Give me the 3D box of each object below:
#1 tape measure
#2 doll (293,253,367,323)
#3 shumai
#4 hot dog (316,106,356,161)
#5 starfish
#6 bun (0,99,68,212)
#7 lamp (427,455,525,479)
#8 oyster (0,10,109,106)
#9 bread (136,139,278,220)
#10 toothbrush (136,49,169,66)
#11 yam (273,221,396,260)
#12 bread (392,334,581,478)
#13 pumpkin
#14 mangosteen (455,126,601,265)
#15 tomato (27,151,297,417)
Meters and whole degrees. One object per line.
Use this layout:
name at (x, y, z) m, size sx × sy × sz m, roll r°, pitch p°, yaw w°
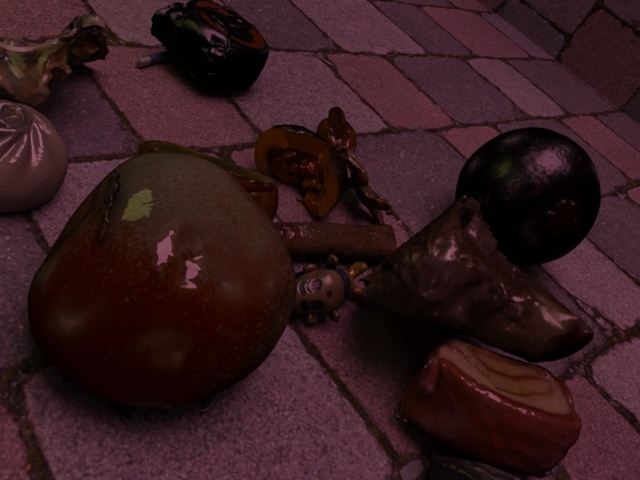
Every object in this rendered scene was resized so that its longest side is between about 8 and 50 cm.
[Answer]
tape measure at (-0.211, -0.402, 1.389) m, size 0.202 × 0.135 × 0.223 m, roll 43°, pitch 32°, yaw 11°
doll at (0.010, 0.073, 1.018) m, size 0.179 × 0.102 × 0.088 m, roll -13°, pitch 10°, yaw -39°
shumai at (0.227, 0.098, 1.009) m, size 0.283 × 0.217 × 0.346 m, roll 49°, pitch 9°, yaw 3°
hot dog at (0.037, -0.222, 1.410) m, size 0.089 × 0.060 × 0.140 m, roll 26°, pitch 32°, yaw -13°
starfish at (0.084, -0.100, 1.247) m, size 0.150 × 0.053 × 0.210 m, roll 58°, pitch -5°, yaw -34°
bun at (-0.428, -0.127, 0.921) m, size 0.172 × 0.120 × 0.173 m, roll 20°, pitch 38°, yaw -16°
lamp at (0.243, 0.345, 0.835) m, size 0.250 × 0.101 × 0.101 m, roll 28°, pitch 34°, yaw 18°
oyster at (-0.449, -0.290, 1.069) m, size 0.237 × 0.115 × 0.351 m, roll -12°, pitch 29°, yaw -17°
bread at (-0.166, -0.087, 1.016) m, size 0.236 × 0.070 × 0.236 m, roll 19°, pitch 8°, yaw -3°
toothbrush at (-0.296, -0.400, 1.430) m, size 0.025 × 0.019 × 0.276 m, roll 40°, pitch 36°, yaw 1°
yam at (0.000, 0.000, 1.110) m, size 0.299 × 0.066 × 0.066 m, roll 2°, pitch 44°, yaw -34°
bread at (0.229, 0.224, 0.929) m, size 0.244 × 0.123 × 0.190 m, roll 16°, pitch 22°, yaw -15°
pumpkin at (-0.020, -0.133, 1.213) m, size 0.183 × 0.119 × 0.107 m, roll 44°, pitch 39°, yaw 10°
mangosteen at (0.395, -0.089, 1.328) m, size 0.287 × 0.288 × 0.288 m, roll 19°, pitch 37°, yaw -15°
tomato at (-0.178, 0.040, 0.787) m, size 0.303 × 0.239 × 0.304 m, roll 21°, pitch 38°, yaw -17°
